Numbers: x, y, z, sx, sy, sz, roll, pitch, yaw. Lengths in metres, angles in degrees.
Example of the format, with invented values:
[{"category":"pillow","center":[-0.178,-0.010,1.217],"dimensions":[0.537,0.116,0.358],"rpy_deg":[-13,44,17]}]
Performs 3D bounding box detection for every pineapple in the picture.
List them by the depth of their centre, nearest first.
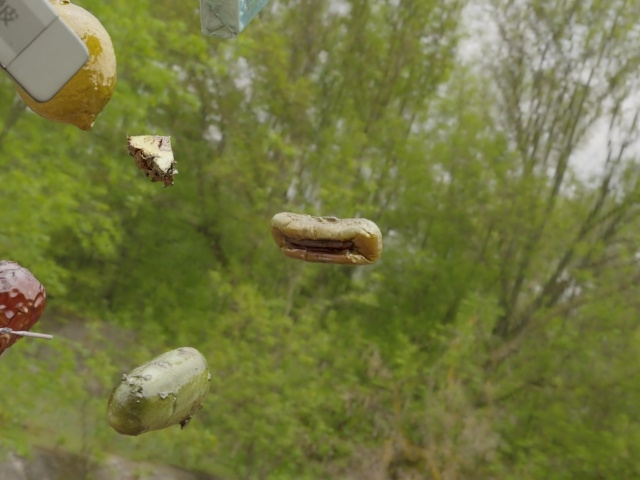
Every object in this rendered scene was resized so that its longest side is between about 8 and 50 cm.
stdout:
[{"category":"pineapple","center":[-0.264,-0.133,1.883],"dimensions":[0.114,0.077,0.114],"rpy_deg":[54,-6,-33]}]

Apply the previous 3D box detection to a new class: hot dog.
[{"category":"hot dog","center":[0.000,0.000,2.068],"dimensions":[0.243,0.084,0.073],"rpy_deg":[8,27,34]}]

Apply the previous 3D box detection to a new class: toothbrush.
[{"category":"toothbrush","center":[-0.368,0.117,1.419],"dimensions":[0.008,0.006,0.097],"rpy_deg":[-15,-16,22]}]

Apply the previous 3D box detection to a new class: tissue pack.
[{"category":"tissue pack","center":[-0.126,-0.477,1.931],"dimensions":[0.089,0.263,0.177],"rpy_deg":[9,-54,13]}]

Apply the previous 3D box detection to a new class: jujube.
[{"category":"jujube","center":[-0.443,0.103,1.475],"dimensions":[0.109,0.176,0.112],"rpy_deg":[41,-20,12]}]

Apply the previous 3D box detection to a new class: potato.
[{"category":"potato","center":[-0.191,0.180,1.340],"dimensions":[0.085,0.105,0.188],"rpy_deg":[27,16,16]}]

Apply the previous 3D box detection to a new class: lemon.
[{"category":"lemon","center":[-0.457,-0.317,2.013],"dimensions":[0.188,0.256,0.188],"rpy_deg":[-16,-1,0]}]

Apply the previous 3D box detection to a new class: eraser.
[{"category":"eraser","center":[-0.371,-0.284,1.118],"dimensions":[0.061,0.089,0.352],"rpy_deg":[32,-14,51]}]
